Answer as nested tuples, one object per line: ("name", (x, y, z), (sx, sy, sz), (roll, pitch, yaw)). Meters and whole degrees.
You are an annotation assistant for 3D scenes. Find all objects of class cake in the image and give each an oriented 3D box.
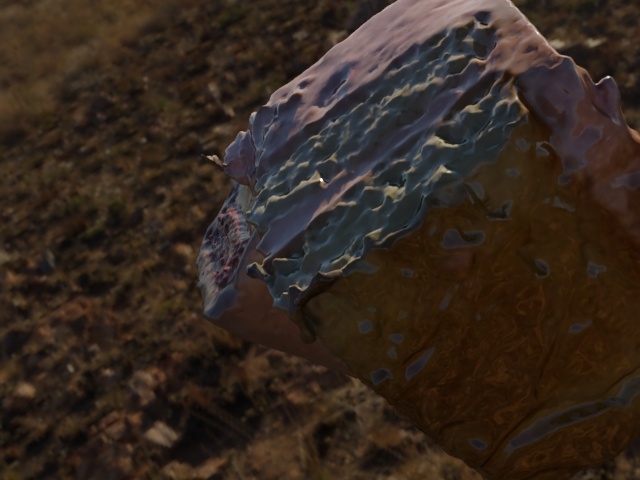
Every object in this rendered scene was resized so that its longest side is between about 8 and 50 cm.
("cake", (0.000, 0.000, 1.325), (0.309, 0.230, 0.237), (-110, 45, -73))
("cake", (0.126, -0.011, 0.912), (0.293, 0.314, 0.307), (-39, 30, 7))
